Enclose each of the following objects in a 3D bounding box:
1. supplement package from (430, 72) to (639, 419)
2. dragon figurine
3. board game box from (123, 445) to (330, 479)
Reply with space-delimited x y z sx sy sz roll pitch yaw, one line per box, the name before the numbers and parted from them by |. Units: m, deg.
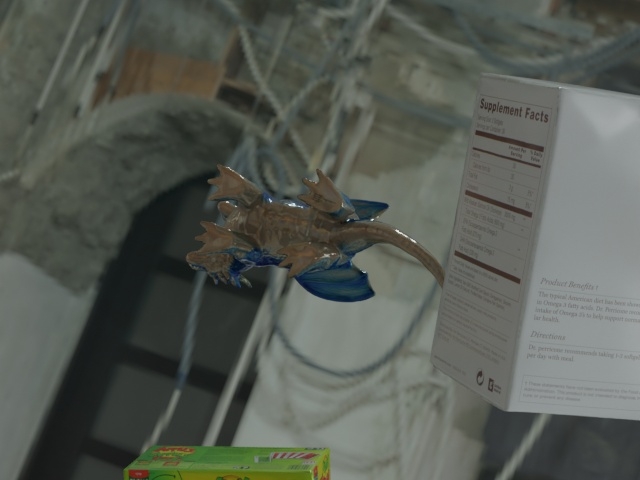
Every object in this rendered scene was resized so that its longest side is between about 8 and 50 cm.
supplement package | 0.142 0.002 0.840 0.105 0.179 0.105 7 8 -20
dragon figurine | 0.000 0.000 1.165 0.289 0.085 0.144 5 -9 31
board game box | -0.087 0.229 1.406 0.181 0.043 0.092 -1 6 10
